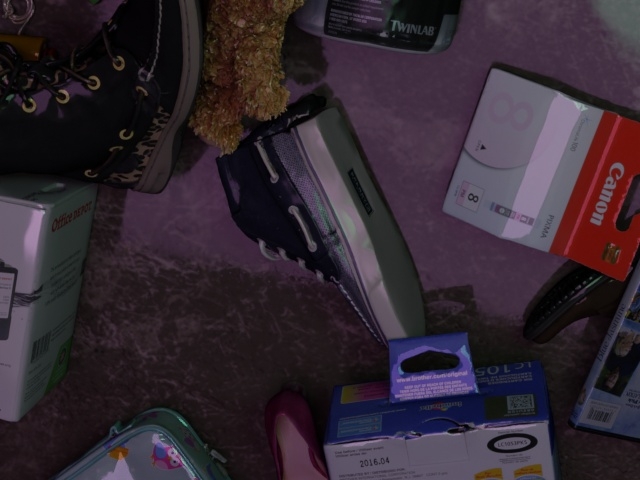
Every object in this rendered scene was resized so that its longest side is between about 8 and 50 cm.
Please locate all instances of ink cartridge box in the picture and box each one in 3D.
[{"bbox_3d":[0.160,0.308,1.773,0.270,0.151,0.395,-7,115,8],"label":"ink cartridge box"},{"bbox_3d":[0.278,-0.078,1.719,0.232,0.066,0.189,27,106,29],"label":"ink cartridge box"},{"bbox_3d":[-0.375,0.058,1.801,0.115,0.198,0.272,13,103,6],"label":"ink cartridge box"}]

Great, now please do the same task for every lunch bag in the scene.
[{"bbox_3d":[-0.245,0.357,1.895,0.279,0.108,0.224,-35,91,11],"label":"lunch bag"}]

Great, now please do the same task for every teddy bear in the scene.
[{"bbox_3d":[-0.086,-0.246,1.660,0.113,0.245,0.338,3,128,-17],"label":"teddy bear"}]

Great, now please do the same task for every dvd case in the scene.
[{"bbox_3d":[0.422,0.131,1.763,0.180,0.022,0.253,14,105,-26],"label":"dvd case"}]

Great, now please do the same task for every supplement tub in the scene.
[{"bbox_3d":[0.083,-0.381,1.648,0.194,0.193,0.316,12,103,5],"label":"supplement tub"}]

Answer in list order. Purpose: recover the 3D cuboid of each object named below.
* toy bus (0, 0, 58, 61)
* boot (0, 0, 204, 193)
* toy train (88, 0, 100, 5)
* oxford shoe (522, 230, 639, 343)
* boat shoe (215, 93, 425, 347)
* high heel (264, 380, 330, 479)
[{"bbox_3d":[-0.387,-0.179,1.799,0.191,0.104,0.202,-41,95,13],"label":"toy bus"},{"bbox_3d":[-0.290,-0.187,1.635,0.284,0.138,0.377,-1,147,-17],"label":"boot"},{"bbox_3d":[-0.299,-0.327,1.801,0.024,0.017,0.083,-39,95,24],"label":"toy train"},{"bbox_3d":[0.351,0.069,1.770,0.227,0.083,0.096,-35,100,14],"label":"oxford shoe"},{"bbox_3d":[0.000,0.000,1.793,0.158,0.127,0.340,-21,96,24],"label":"boat shoe"},{"bbox_3d":[-0.022,0.305,1.850,0.082,0.117,0.244,-4,102,8],"label":"high heel"}]
